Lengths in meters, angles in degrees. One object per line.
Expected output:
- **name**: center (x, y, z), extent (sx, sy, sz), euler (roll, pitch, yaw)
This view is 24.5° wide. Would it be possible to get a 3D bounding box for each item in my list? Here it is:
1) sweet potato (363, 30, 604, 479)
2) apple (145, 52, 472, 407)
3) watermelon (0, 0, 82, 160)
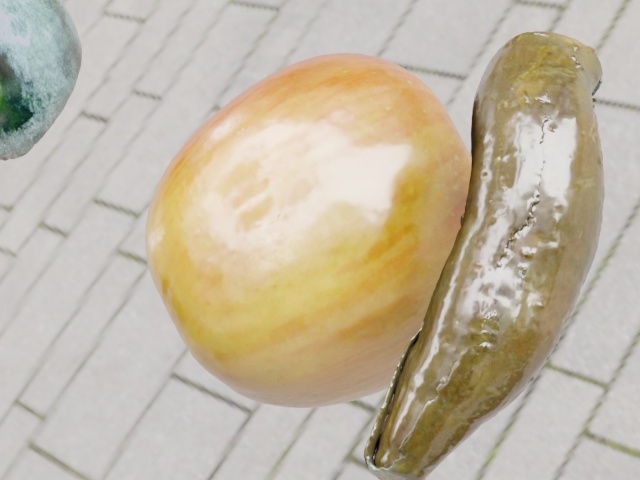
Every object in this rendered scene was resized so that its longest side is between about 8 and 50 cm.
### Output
- **sweet potato**: center (0.106, 0.015, 0.869), extent (0.112, 0.085, 0.286), euler (14, 86, 56)
- **apple**: center (0.000, 0.000, 1.063), extent (0.241, 0.242, 0.242), euler (-31, 41, -5)
- **watermelon**: center (-0.308, -0.138, 1.046), extent (0.175, 0.188, 0.322), euler (19, 52, 35)
